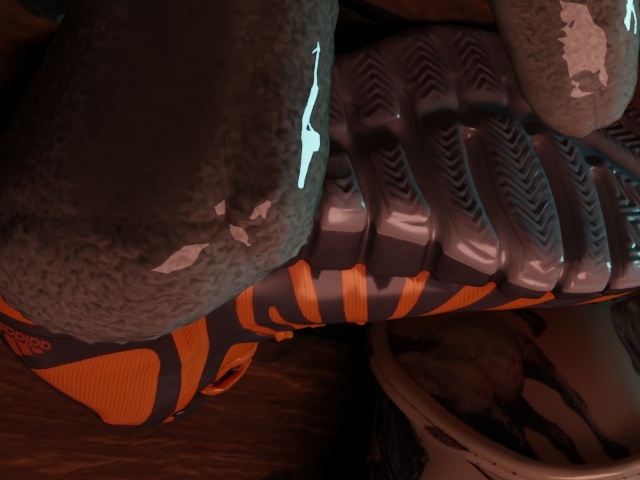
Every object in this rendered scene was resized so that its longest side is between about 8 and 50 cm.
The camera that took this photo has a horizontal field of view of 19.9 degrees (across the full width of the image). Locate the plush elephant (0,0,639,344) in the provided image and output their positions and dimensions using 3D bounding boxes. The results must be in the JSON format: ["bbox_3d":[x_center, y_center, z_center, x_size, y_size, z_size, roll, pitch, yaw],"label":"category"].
[{"bbox_3d":[0.052,-0.130,0.480,0.271,0.330,0.255,-11,175,7],"label":"plush elephant"}]

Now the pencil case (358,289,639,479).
[{"bbox_3d":[0.085,0.151,1.010,0.160,0.183,0.410,-24,150,-22],"label":"pencil case"}]

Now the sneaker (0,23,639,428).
[{"bbox_3d":[0.000,0.000,0.804,0.321,0.125,0.180,5,147,-24],"label":"sneaker"}]
